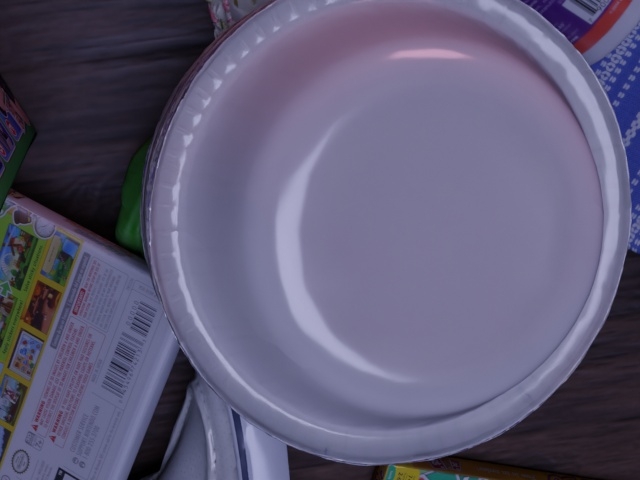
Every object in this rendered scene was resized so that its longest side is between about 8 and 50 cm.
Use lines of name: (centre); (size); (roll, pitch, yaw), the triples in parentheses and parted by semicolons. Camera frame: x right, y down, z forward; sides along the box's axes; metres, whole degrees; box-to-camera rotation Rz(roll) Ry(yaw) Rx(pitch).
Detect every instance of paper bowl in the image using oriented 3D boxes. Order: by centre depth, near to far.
paper bowl: (0.043, -0.012, 0.597); (0.284, 0.148, 0.284); (-1, 96, -12)

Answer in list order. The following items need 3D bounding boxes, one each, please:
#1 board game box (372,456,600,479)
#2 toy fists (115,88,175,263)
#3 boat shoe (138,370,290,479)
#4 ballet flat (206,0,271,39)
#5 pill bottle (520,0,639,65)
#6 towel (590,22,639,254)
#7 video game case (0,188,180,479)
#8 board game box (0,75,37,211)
board game box: (0.160, 0.249, 0.868); (0.260, 0.039, 0.124); (10, 109, -15)
toy fists: (0.000, 0.000, 0.722); (0.279, 0.096, 0.142); (17, 97, -12)
boat shoe: (-0.115, 0.240, 0.770); (0.157, 0.136, 0.367); (-3, 119, -18)
ballet flat: (-0.034, -0.196, 0.652); (0.091, 0.077, 0.240); (-3, 111, -2)
pill bottle: (0.111, -0.198, 0.655); (0.194, 0.108, 0.108); (28, 104, -17)
towel: (0.311, -0.066, 0.648); (0.243, 0.336, 0.040); (-60, 151, 8)
video game case: (-0.209, 0.088, 0.710); (0.206, 0.026, 0.227); (27, 106, 13)
board game box: (-0.267, -0.157, 0.559); (0.046, 0.213, 0.317); (-28, 111, 3)
